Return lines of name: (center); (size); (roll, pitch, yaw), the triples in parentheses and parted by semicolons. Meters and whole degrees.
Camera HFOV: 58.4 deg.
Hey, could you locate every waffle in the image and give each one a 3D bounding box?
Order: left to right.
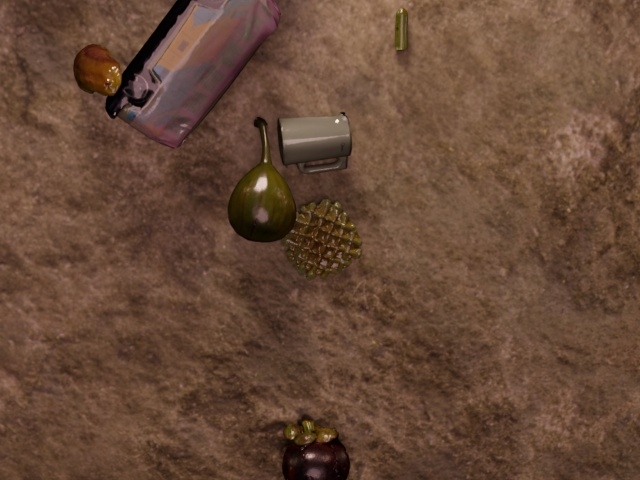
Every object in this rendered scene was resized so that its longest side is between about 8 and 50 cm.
waffle: (0.000, 0.000, 1.300); (0.169, 0.036, 0.183); (-28, 107, 3)

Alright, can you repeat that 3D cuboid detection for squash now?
squash: (0.169, -0.442, 1.199); (0.028, 0.027, 0.083); (-3, 105, -7)

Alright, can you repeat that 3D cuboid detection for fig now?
fig: (-0.109, -0.122, 1.209); (0.152, 0.151, 0.259); (14, 89, -11)

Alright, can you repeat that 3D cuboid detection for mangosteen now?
mangosteen: (-0.014, 0.526, 1.395); (0.166, 0.166, 0.180); (-12, 83, -4)

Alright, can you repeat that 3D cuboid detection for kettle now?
kettle: (-0.012, -0.202, 1.210); (0.148, 0.098, 0.126); (-7, 101, -9)

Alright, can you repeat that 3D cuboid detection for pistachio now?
pistachio: (-0.433, -0.322, 1.088); (0.049, 0.173, 0.089); (19, 111, -47)

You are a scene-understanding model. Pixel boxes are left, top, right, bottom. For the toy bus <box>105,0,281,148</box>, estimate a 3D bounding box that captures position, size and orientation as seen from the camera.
toy bus: (-0.234, -0.363, 1.106); (0.162, 0.171, 0.386); (35, 101, -30)
